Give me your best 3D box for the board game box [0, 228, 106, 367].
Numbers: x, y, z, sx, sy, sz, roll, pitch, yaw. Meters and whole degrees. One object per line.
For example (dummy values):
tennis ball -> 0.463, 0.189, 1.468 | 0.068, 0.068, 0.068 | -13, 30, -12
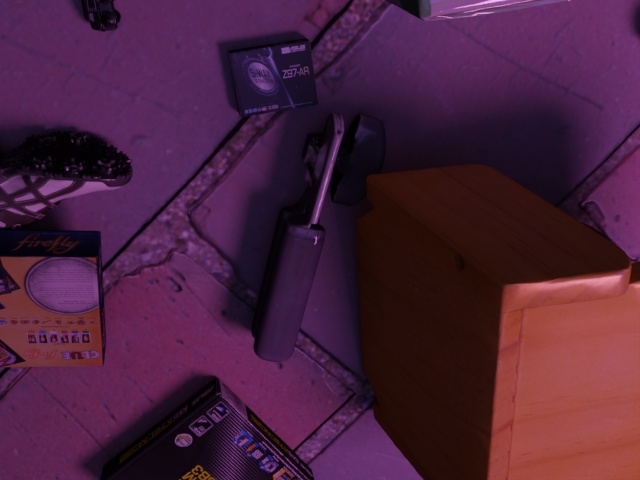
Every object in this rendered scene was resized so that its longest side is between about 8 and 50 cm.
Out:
board game box -> -0.347, 0.062, 0.807 | 0.243, 0.042, 0.165 | 1, 131, -11

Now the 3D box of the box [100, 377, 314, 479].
box -> -0.133, 0.288, 0.961 | 0.184, 0.045, 0.191 | -39, 112, 3

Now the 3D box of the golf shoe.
golf shoe -> -0.287, -0.055, 0.793 | 0.198, 0.077, 0.094 | 0, 128, -8

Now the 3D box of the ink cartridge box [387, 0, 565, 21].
ink cartridge box -> 0.092, -0.305, 0.638 | 0.121, 0.289, 0.211 | -11, 113, -3

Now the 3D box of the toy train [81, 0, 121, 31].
toy train -> -0.217, -0.275, 0.736 | 0.036, 0.027, 0.158 | -3, 113, 3

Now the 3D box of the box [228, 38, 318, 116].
box -> -0.048, -0.167, 0.812 | 0.083, 0.018, 0.067 | -10, 113, -6

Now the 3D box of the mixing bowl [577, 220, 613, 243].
mixing bowl -> 0.269, 0.043, 0.891 | 0.181, 0.098, 0.182 | 13, 128, 17

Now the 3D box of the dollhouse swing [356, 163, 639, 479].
dollhouse swing -> 0.248, 0.094, 0.834 | 0.304, 0.315, 0.347 | -20, 126, -20

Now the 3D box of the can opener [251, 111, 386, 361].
can opener -> 0.000, 0.000, 0.855 | 0.095, 0.076, 0.284 | 10, 110, -13
